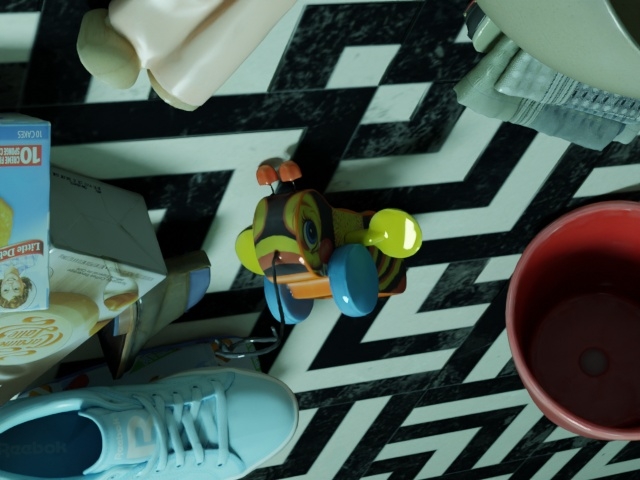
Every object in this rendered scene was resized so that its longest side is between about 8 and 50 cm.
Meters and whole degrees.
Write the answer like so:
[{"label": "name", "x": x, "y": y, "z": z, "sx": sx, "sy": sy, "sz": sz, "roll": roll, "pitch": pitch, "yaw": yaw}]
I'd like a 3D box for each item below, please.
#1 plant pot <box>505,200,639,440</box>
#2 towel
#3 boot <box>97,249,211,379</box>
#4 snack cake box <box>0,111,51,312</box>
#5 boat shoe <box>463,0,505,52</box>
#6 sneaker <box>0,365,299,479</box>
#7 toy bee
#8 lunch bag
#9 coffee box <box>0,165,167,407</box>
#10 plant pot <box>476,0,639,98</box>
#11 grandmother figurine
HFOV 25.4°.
[{"label": "plant pot", "x": 0.344, "y": 0.120, "z": 1.690, "sx": 0.275, "sy": 0.275, "sz": 0.243, "roll": -20, "pitch": 163, "yaw": -4}, {"label": "towel", "x": 0.313, "y": -0.199, "z": 1.266, "sx": 0.312, "sy": 0.056, "sz": 0.324, "roll": 5, "pitch": 139, "yaw": -49}, {"label": "boot", "x": -0.168, "y": 0.077, "z": 1.429, "sx": 0.106, "sy": 0.082, "sz": 0.219, "roll": -17, "pitch": 160, "yaw": -17}, {"label": "snack cake box", "x": -0.342, "y": -0.017, "z": 1.067, "sx": 0.264, "sy": 0.152, "sz": 0.089, "roll": -4, "pitch": -168, "yaw": -30}, {"label": "boat shoe", "x": 0.167, "y": -0.217, "z": 1.196, "sx": 0.049, "sy": 0.042, "sz": 0.133, "roll": 7, "pitch": 139, "yaw": -36}, {"label": "sneaker", "x": -0.186, "y": 0.206, "z": 1.426, "sx": 0.366, "sy": 0.135, "sz": 0.150, "roll": -9, "pitch": 179, "yaw": -15}, {"label": "toy bee", "x": 0.000, "y": 0.000, "z": 1.363, "sx": 0.195, "sy": 0.162, "sz": 0.298, "roll": -9, "pitch": -176, "yaw": 8}, {"label": "lunch bag", "x": -0.200, "y": 0.221, "z": 1.630, "sx": 0.303, "sy": 0.115, "sz": 0.243, "roll": -10, "pitch": 152, "yaw": -18}, {"label": "coffee box", "x": -0.279, "y": 0.047, "z": 1.287, "sx": 0.246, "sy": 0.098, "sz": 0.141, "roll": -37, "pitch": 148, "yaw": 26}, {"label": "plant pot", "x": 0.208, "y": -0.228, "z": 1.017, "sx": 0.284, "sy": 0.284, "sz": 0.191, "roll": 3, "pitch": 176, "yaw": -37}, {"label": "grandmother figurine", "x": -0.014, "y": -0.222, "z": 1.012, "sx": 0.342, "sy": 0.104, "sz": 0.208, "roll": -37, "pitch": 157, "yaw": 31}]
